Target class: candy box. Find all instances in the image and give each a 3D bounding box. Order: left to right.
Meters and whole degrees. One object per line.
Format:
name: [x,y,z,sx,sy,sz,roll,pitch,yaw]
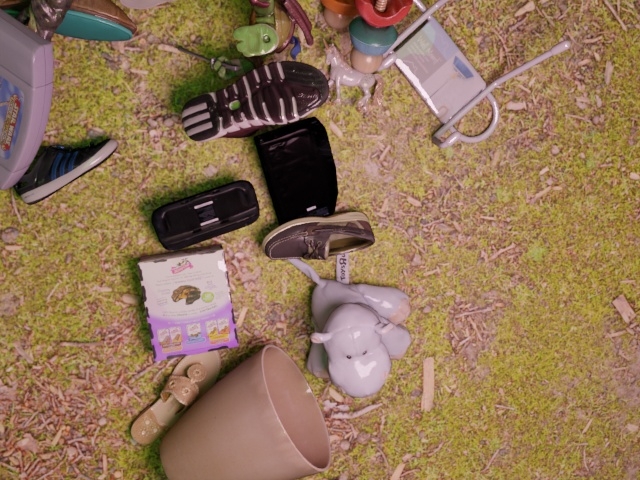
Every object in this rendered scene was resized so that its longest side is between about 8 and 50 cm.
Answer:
candy box: [-0.254,0.118,1.463,0.164,0.070,0.196,-9,101,-9]

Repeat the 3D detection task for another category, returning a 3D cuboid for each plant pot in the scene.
plant pot: [-0.158,0.375,1.451,0.274,0.256,0.257,-29,103,11]

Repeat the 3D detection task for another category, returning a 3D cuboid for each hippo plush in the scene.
hippo plush: [0.085,0.167,1.448,0.234,0.236,0.294,-11,101,-9]

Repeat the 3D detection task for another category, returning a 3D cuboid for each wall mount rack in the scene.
wall mount rack: [0.276,-0.354,1.443,0.304,0.130,0.350,-42,108,5]

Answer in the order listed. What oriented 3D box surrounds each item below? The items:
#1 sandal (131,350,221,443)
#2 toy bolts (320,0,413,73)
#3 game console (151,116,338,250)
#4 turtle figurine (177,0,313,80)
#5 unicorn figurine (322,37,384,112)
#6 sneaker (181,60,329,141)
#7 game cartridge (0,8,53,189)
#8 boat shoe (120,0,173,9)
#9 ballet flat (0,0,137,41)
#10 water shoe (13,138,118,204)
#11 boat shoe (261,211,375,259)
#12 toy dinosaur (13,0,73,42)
sandal: [-0.278,0.314,1.484,0.088,0.079,0.240,43,89,-14]
toy bolts: [0.108,-0.411,1.369,0.218,0.229,0.159,4,139,-11]
game console: [-0.141,-0.085,1.426,0.361,0.044,0.213,-20,126,-8]
turtle figurine: [-0.149,-0.384,1.307,0.274,0.266,0.198,36,93,-11]
unicorn figurine: [0.050,-0.312,1.465,0.161,0.060,0.111,9,97,-28]
sneaker: [-0.100,-0.249,1.378,0.281,0.162,0.107,-10,92,19]
game cartridge: [-0.550,-0.236,1.269,0.198,0.062,0.297,36,124,9]
boat shoe: [-0.304,-0.456,1.380,0.125,0.038,0.046,-14,143,-3]
ballet flat: [-0.496,-0.424,1.326,0.342,0.116,0.124,0,80,-7]
water shoe: [-0.469,-0.144,1.380,0.203,0.073,0.080,-33,101,-5]
boat shoe: [0.001,0.001,1.465,0.223,0.073,0.080,-13,136,-17]
toy dinosaur: [-0.471,-0.377,1.243,0.118,0.064,0.268,20,109,-19]
